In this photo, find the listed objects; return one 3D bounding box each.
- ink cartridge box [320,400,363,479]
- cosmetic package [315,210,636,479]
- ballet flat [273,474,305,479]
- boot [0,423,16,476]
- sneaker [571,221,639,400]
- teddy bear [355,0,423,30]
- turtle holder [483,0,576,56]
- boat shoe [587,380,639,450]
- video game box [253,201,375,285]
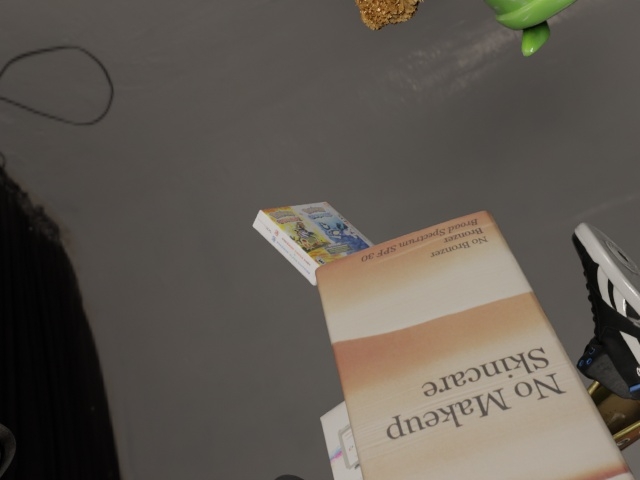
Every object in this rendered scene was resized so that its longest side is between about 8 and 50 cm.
[{"bbox_3d":[0.066,0.234,0.780,0.067,0.198,0.115,-37,118,11],"label":"ink cartridge box"},{"bbox_3d":[0.101,0.133,0.510,0.153,0.296,0.129,-19,131,2],"label":"cosmetic package"},{"bbox_3d":[-0.024,0.384,1.065,0.074,0.203,0.074,-15,115,-35],"label":"ballet flat"},{"bbox_3d":[-0.491,0.338,0.911,0.263,0.091,0.229,-62,175,3],"label":"boot"},{"bbox_3d":[0.331,0.091,0.890,0.079,0.217,0.121,12,130,-44],"label":"sneaker"},{"bbox_3d":[0.072,-0.518,1.227,0.245,0.338,0.113,7,-171,32],"label":"teddy bear"},{"bbox_3d":[0.276,-0.392,0.836,0.320,0.227,0.243,-46,-168,-6],"label":"turtle holder"},{"bbox_3d":[0.445,0.198,1.033,0.104,0.111,0.307,9,120,-51],"label":"boat shoe"},{"bbox_3d":[0.000,0.000,1.496,0.205,0.187,0.048,-11,134,-50],"label":"video game box"}]
